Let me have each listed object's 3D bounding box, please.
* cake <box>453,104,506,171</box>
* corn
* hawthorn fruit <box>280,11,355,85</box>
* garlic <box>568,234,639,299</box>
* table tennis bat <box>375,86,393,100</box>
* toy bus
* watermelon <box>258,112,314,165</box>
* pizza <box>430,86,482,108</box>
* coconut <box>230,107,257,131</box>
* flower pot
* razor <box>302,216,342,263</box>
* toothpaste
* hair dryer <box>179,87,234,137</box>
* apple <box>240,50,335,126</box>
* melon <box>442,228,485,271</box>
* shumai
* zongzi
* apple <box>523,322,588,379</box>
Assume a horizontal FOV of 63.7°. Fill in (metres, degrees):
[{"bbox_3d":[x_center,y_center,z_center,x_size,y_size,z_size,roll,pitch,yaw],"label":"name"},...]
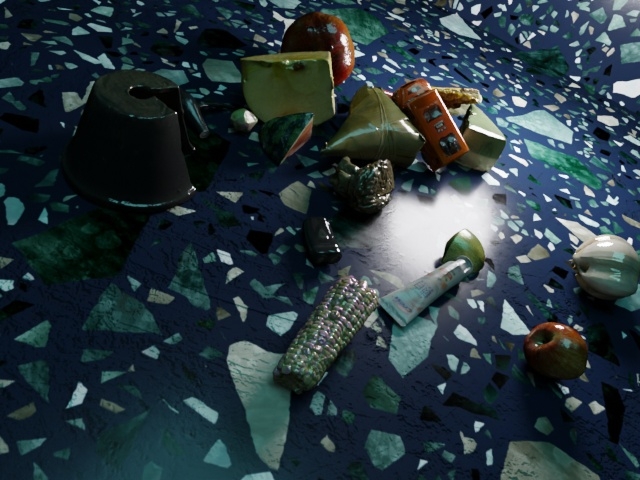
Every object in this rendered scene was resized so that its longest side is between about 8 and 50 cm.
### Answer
[{"bbox_3d":[0.620,-0.402,2.008,0.172,0.158,0.283,24,40,1],"label":"cake"},{"bbox_3d":[0.018,0.204,1.169,0.127,0.126,0.335,33,44,11],"label":"corn"},{"bbox_3d":[-0.018,-0.742,2.016,0.285,0.284,0.369,8,23,-15],"label":"hawthorn fruit"},{"bbox_3d":[0.898,0.067,1.631,0.203,0.184,0.281,12,42,17],"label":"garlic"},{"bbox_3d":[0.346,-0.551,2.062,0.311,0.038,0.200,12,20,-22],"label":"table tennis bat"},{"bbox_3d":[0.387,-0.421,1.828,0.143,0.153,0.329,-29,90,-2],"label":"toy bus"},{"bbox_3d":[-0.098,-0.362,1.669,0.136,0.207,0.202,49,25,-10],"label":"watermelon"},{"bbox_3d":[0.475,-0.572,2.061,0.336,0.086,0.226,19,24,41],"label":"pizza"},{"bbox_3d":[-0.255,-0.392,1.685,0.082,0.081,0.083,38,14,-37],"label":"coconut"},{"bbox_3d":[-0.492,-0.285,1.357,0.380,0.251,0.379,11,46,-12],"label":"flower pot"},{"bbox_3d":[0.000,0.000,1.413,0.090,0.054,0.147,2,46,-21],"label":"razor"},{"bbox_3d":[0.297,0.129,1.408,0.323,0.066,0.100,-26,61,-33],"label":"toothpaste"},{"bbox_3d":[-0.361,-0.423,1.691,0.219,0.075,0.195,-18,66,-44],"label":"hair dryer"},{"bbox_3d":[-0.108,-0.543,1.766,0.310,0.252,0.313,-5,73,6],"label":"apple"},{"bbox_3d":[0.450,0.027,1.556,0.128,0.079,0.160,38,45,18],"label":"melon"},{"bbox_3d":[0.124,-0.177,1.596,0.176,0.166,0.206,17,23,34],"label":"shumai"},{"bbox_3d":[0.113,-0.439,1.819,0.419,0.181,0.447,-6,48,-26],"label":"zongzi"},{"bbox_3d":[0.605,0.286,1.318,0.131,0.146,0.146,36,39,-20],"label":"apple"}]
